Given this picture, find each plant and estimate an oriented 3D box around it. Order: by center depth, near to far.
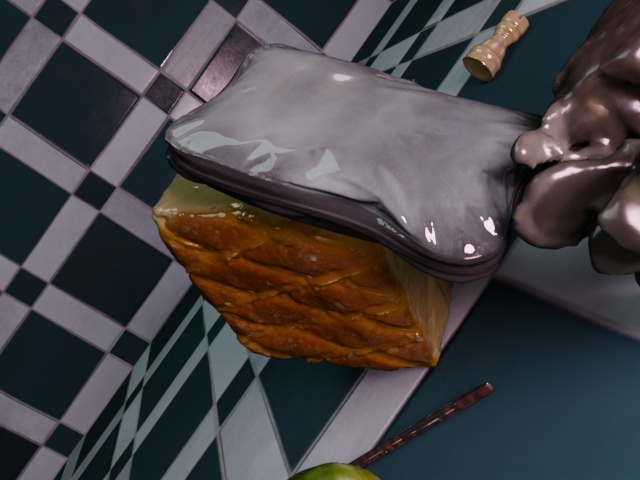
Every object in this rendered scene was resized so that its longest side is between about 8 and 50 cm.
[{"bbox_3d":[0.269,-0.083,0.389,0.188,0.199,0.276,-4,54,62],"label":"plant"}]

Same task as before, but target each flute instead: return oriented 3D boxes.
[{"bbox_3d":[0.083,0.219,0.634,0.269,0.014,0.014,-44,19,33],"label":"flute"}]

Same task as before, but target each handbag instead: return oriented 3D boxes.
[{"bbox_3d":[0.034,-0.084,0.506,0.191,0.332,0.075,-53,-27,-33],"label":"handbag"}]

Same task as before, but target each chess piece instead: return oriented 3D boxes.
[{"bbox_3d":[0.320,-0.352,1.048,0.122,0.066,0.066,-49,16,-2],"label":"chess piece"}]

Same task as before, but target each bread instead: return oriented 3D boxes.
[{"bbox_3d":[0.000,0.000,0.691,0.279,0.279,0.207,3,48,28],"label":"bread"}]

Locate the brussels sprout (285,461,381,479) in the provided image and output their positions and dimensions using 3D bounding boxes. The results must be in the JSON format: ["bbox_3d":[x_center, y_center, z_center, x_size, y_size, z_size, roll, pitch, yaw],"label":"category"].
[{"bbox_3d":[-0.008,0.284,0.562,0.149,0.122,0.151,-36,25,42],"label":"brussels sprout"}]
